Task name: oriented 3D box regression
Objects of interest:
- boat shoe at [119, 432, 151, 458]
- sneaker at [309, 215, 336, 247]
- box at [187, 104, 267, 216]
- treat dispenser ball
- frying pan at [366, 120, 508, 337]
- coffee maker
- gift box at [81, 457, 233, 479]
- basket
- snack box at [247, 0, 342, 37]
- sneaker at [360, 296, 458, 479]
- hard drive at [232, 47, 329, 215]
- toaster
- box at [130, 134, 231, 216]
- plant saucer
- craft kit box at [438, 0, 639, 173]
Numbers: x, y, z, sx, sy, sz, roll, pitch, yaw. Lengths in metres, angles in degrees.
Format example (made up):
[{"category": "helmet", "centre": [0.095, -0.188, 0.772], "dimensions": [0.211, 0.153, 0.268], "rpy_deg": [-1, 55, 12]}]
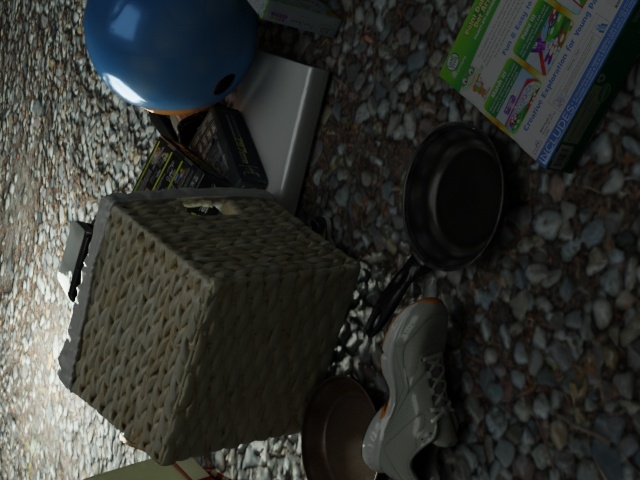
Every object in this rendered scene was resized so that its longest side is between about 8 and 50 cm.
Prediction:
[{"category": "boat shoe", "centre": [-0.320, 0.377, 1.985], "dimensions": [0.207, 0.073, 0.073], "rpy_deg": [11, 92, 48]}, {"category": "sneaker", "centre": [0.000, 0.000, 1.610], "dimensions": [0.031, 0.035, 0.083], "rpy_deg": [-37, 56, 48]}, {"category": "box", "centre": [-0.192, -0.091, 1.799], "dimensions": [0.232, 0.059, 0.183], "rpy_deg": [-54, 44, 36]}, {"category": "treat dispenser ball", "centre": [-0.250, -0.354, 1.724], "dimensions": [0.288, 0.288, 0.288], "rpy_deg": [-13, 75, 54]}, {"category": "frying pan", "centre": [0.165, 0.005, 1.359], "dimensions": [0.197, 0.053, 0.326], "rpy_deg": [27, 109, 54]}, {"category": "coffee maker", "centre": [-0.257, -0.211, 1.941], "dimensions": [0.178, 0.120, 0.171], "rpy_deg": [53, 128, 45]}, {"category": "gift box", "centre": [-0.260, 0.536, 1.720], "dimensions": [0.276, 0.258, 0.255], "rpy_deg": [41, 118, 27]}, {"category": "basket", "centre": [-0.165, 0.122, 1.538], "dimensions": [0.266, 0.328, 0.331], "rpy_deg": [36, 117, 37]}, {"category": "snack box", "centre": [-0.048, -0.376, 1.645], "dimensions": [0.037, 0.141, 0.100], "rpy_deg": [-61, 41, 28]}, {"category": "sneaker", "centre": [0.141, 0.205, 1.339], "dimensions": [0.121, 0.099, 0.262], "rpy_deg": [28, 116, 46]}, {"category": "hard drive", "centre": [-0.099, -0.141, 1.767], "dimensions": [0.233, 0.047, 0.353], "rpy_deg": [30, 110, 53]}, {"category": "toaster", "centre": [-0.439, 0.055, 2.124], "dimensions": [0.110, 0.168, 0.185], "rpy_deg": [40, 116, 53]}, {"category": "box", "centre": [-0.272, -0.022, 1.744], "dimensions": [0.270, 0.060, 0.216], "rpy_deg": [-62, 35, 7]}, {"category": "plant saucer", "centre": [0.040, 0.297, 1.506], "dimensions": [0.198, 0.036, 0.198], "rpy_deg": [-13, 74, 55]}, {"category": "craft kit box", "centre": [0.273, -0.249, 1.241], "dimensions": [0.246, 0.061, 0.250], "rpy_deg": [51, 126, 43]}]
